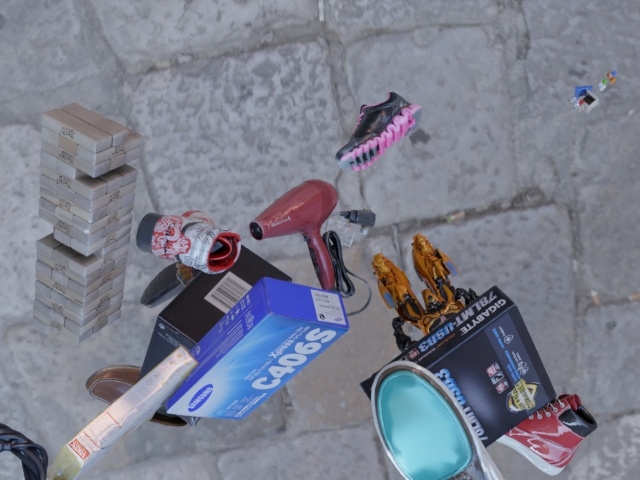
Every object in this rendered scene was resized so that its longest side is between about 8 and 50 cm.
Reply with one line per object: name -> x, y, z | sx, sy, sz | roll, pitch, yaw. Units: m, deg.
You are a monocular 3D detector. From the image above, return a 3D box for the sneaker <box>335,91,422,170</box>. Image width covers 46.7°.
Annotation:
sneaker -> 0.057, -0.126, 0.836 | 0.119, 0.057, 0.047 | -38, 159, -17

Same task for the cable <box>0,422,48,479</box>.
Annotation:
cable -> -0.389, 0.263, 0.818 | 0.184, 0.151, 0.047 | -8, 142, -53

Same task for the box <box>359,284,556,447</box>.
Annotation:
box -> 0.254, 0.267, 1.323 | 0.293, 0.073, 0.296 | -35, 128, -4

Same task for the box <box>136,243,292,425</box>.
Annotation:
box -> -0.246, 0.210, 1.692 | 0.182, 0.296, 0.294 | 33, 135, 7

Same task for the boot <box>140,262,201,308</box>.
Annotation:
boot -> -0.327, 0.146, 2.122 | 0.338, 0.118, 0.223 | -32, 119, 10

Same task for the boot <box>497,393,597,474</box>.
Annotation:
boot -> 0.422, 0.342, 1.502 | 0.244, 0.088, 0.176 | 31, 121, 11

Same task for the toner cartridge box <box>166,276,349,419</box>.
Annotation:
toner cartridge box -> -0.120, 0.200, 1.294 | 0.165, 0.075, 0.348 | 16, 135, -34

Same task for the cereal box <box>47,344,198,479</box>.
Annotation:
cereal box -> -0.308, 0.279, 1.155 | 0.047, 0.240, 0.173 | 45, 140, 4

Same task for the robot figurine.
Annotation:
robot figurine -> 0.229, 0.126, 1.593 | 0.211, 0.291, 0.085 | -28, 138, -2

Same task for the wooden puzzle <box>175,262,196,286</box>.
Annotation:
wooden puzzle -> -0.319, 0.076, 1.743 | 0.006, 0.049, 0.083 | 3, 142, 25

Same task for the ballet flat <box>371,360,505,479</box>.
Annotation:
ballet flat -> 0.207, 0.343, 1.138 | 0.139, 0.139, 0.400 | -33, 95, 16

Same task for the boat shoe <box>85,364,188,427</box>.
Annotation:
boat shoe -> -0.480, 0.431, 2.018 | 0.324, 0.116, 0.123 | 24, 112, -36

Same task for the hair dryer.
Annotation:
hair dryer -> 0.000, 0.000, 1.328 | 0.293, 0.224, 0.080 | 21, 153, -35

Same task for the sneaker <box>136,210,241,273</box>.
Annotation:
sneaker -> -0.200, 0.006, 1.301 | 0.144, 0.270, 0.090 | 17, 94, 12

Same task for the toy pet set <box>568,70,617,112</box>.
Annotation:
toy pet set -> 0.681, -0.384, 1.888 | 0.122, 0.065, 0.114 | -41, 158, 1

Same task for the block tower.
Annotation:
block tower -> -0.320, -0.013, 1.008 | 0.097, 0.091, 0.336 | 27, 123, 16
